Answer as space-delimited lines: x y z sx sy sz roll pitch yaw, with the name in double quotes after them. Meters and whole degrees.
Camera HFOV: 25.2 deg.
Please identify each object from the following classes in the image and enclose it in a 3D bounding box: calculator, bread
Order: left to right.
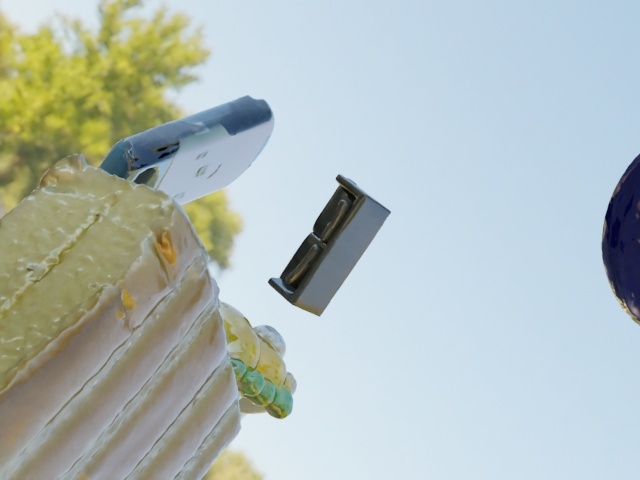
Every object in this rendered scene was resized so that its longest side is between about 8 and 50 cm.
-0.167 0.109 0.847 0.111 0.246 0.239 24 -34 25 "bread"
-0.177 -0.093 1.756 0.051 0.293 0.173 54 -42 13 "calculator"

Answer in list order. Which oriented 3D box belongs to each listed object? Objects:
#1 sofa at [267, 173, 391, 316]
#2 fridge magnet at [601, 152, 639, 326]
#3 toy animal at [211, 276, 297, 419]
0.000 0.000 1.576 0.060 0.147 0.085 29 8 -37 "sofa"
0.421 -0.010 1.492 0.113 0.265 0.265 -115 -177 -70 "fridge magnet"
-0.164 0.124 1.312 0.183 0.247 0.310 63 15 -1 "toy animal"
